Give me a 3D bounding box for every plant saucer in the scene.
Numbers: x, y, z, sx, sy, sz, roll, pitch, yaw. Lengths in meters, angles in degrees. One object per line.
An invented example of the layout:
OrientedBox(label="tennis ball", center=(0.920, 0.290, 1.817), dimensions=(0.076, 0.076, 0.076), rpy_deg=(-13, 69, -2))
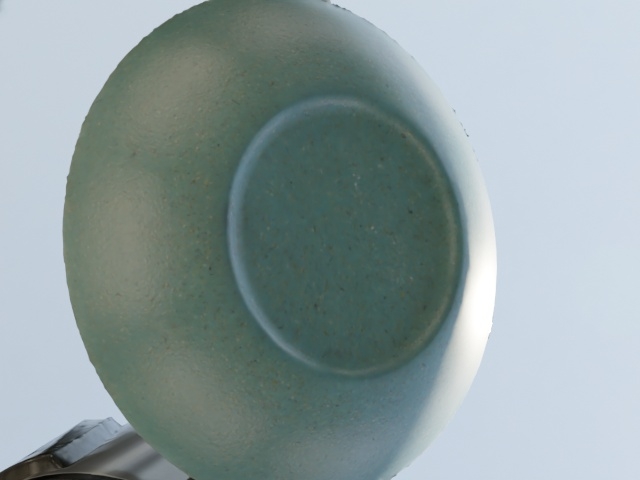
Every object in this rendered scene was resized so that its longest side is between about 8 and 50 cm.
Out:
OrientedBox(label="plant saucer", center=(0.000, 0.000, 0.687), dimensions=(0.037, 0.195, 0.195), rpy_deg=(-12, -136, 55))

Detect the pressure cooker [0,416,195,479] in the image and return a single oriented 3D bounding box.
OrientedBox(label="pressure cooker", center=(-0.146, 0.343, 1.539), dimensions=(0.375, 0.370, 0.420), rpy_deg=(-3, -172, 23))

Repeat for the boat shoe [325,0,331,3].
OrientedBox(label="boat shoe", center=(-0.039, -0.106, 1.298), dimensions=(0.078, 0.070, 0.219), rpy_deg=(-10, -102, 55))
